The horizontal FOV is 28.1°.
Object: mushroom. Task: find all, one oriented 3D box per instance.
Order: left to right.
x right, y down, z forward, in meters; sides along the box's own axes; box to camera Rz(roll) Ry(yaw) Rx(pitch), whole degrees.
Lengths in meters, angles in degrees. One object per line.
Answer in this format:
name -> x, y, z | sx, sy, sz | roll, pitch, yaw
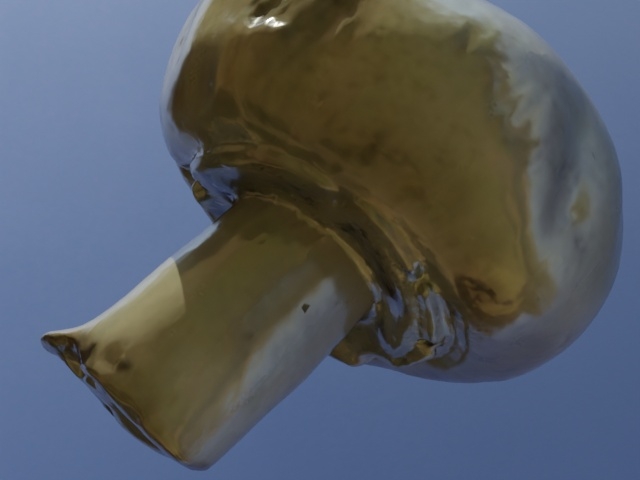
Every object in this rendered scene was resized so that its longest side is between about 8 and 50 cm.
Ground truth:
mushroom -> 0.000, 0.000, 0.779 | 0.314, 0.314, 0.336 | 35, -114, 26
